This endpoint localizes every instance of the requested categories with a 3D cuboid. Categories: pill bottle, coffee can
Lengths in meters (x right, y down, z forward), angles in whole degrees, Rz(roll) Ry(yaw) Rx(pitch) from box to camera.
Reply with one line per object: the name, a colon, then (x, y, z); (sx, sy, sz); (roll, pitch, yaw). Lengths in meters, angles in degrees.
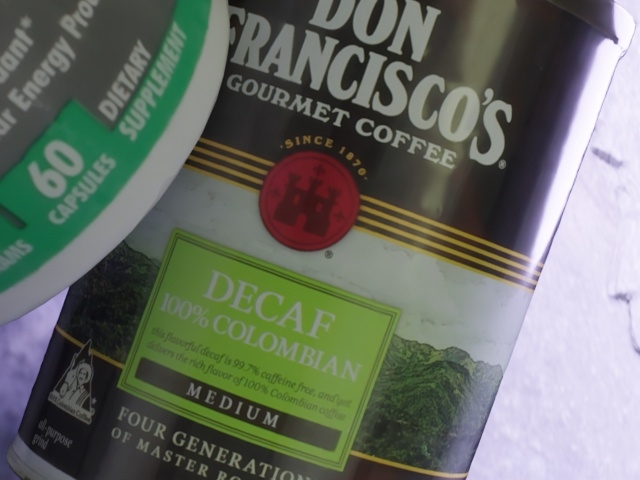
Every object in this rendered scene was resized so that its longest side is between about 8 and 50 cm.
pill bottle: (-0.216, -0.136, 0.606); (0.361, 0.204, 0.204); (41, 56, -37)
coffee can: (0.000, 0.000, 0.775); (0.201, 0.201, 0.275); (19, 91, -46)
